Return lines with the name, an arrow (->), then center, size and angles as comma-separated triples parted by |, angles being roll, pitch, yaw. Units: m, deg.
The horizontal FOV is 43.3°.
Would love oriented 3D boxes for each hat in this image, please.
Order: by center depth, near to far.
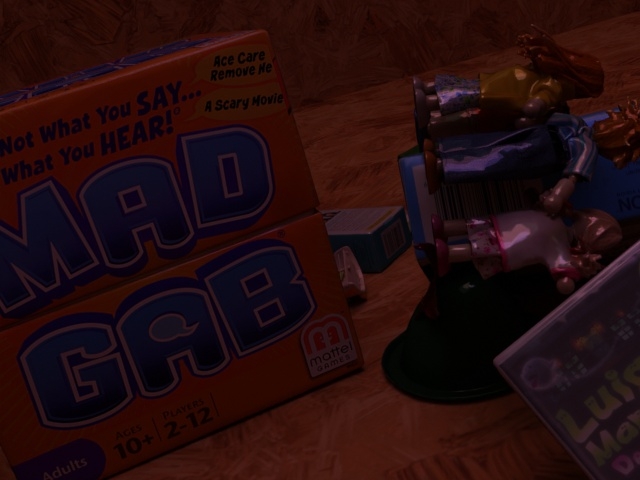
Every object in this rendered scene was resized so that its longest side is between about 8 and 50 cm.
hat -> 0.128, 0.034, 0.770 | 0.173, 0.184, 0.208 | -24, 20, -19

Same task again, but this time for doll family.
doll family -> 0.161, -0.084, 0.630 | 0.163, 0.118, 0.263 | -6, 40, 6

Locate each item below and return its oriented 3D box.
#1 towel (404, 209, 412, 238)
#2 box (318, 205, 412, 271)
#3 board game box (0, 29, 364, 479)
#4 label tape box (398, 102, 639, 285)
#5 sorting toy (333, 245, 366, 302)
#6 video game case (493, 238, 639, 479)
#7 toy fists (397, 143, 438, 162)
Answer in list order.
towel -> 0.093, -0.027, 1.232 | 0.152, 0.023, 0.113 | -1, 24, 37
box -> 0.000, 0.000, 1.169 | 0.244, 0.060, 0.100 | -2, 23, 36
board game box -> -0.216, -0.007, 0.898 | 0.356, 0.356, 0.356 | -22, 19, -14
label tape box -> 0.238, -0.017, 0.887 | 0.249, 0.115, 0.348 | -12, -17, 11
sorting toy -> 0.016, 0.060, 1.023 | 0.075, 0.045, 0.083 | -28, 29, 15
video game case -> 0.239, 0.085, 0.519 | 0.190, 0.022, 0.173 | -41, 61, 4
toy fists -> 0.232, -0.105, 1.239 | 0.142, 0.096, 0.279 | -28, 21, -5
